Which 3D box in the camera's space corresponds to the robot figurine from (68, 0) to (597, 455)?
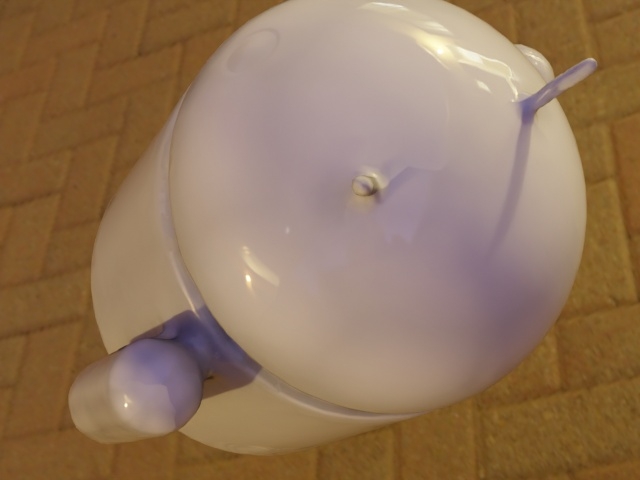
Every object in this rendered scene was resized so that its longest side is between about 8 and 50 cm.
[{"bbox_3d":[0.000,0.000,0.604,0.300,0.200,0.353,-43,3,-26],"label":"robot figurine"}]
